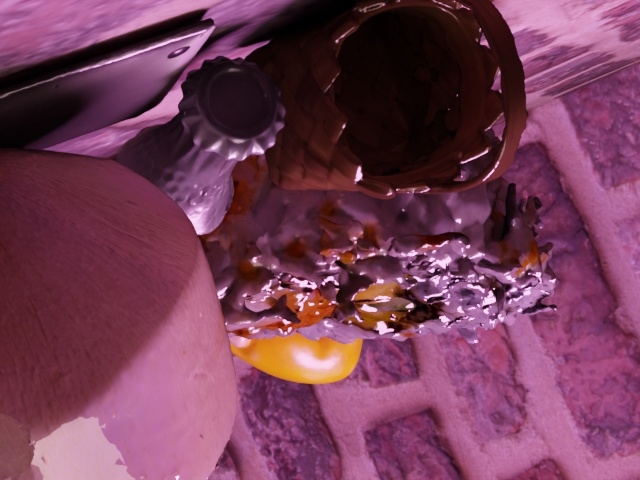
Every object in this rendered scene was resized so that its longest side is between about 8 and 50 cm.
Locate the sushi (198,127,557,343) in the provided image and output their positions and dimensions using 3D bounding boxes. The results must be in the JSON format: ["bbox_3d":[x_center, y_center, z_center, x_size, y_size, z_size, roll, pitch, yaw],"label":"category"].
[{"bbox_3d":[0.004,0.000,1.313,0.417,0.175,0.417,-1,172,0],"label":"sushi"}]

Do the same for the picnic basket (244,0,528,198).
[{"bbox_3d":[0.057,-0.090,0.890,0.138,0.128,0.178,-23,-171,-35],"label":"picnic basket"}]

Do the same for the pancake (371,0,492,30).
[{"bbox_3d":[0.080,-0.158,1.013,0.108,0.017,0.108,-18,180,0],"label":"pancake"}]

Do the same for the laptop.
[{"bbox_3d":[-0.193,-0.052,0.804,0.269,0.015,0.187,-22,178,-18],"label":"laptop"}]

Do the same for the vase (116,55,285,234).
[{"bbox_3d":[-0.070,-0.058,0.900,0.081,0.081,0.149,-21,172,-26],"label":"vase"}]

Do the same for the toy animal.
[{"bbox_3d":[-0.004,0.013,1.763,0.345,0.277,0.247,-18,164,-21],"label":"toy animal"}]

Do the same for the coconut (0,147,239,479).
[{"bbox_3d":[-0.159,0.054,0.809,0.224,0.224,0.234,-22,140,-2],"label":"coconut"}]
